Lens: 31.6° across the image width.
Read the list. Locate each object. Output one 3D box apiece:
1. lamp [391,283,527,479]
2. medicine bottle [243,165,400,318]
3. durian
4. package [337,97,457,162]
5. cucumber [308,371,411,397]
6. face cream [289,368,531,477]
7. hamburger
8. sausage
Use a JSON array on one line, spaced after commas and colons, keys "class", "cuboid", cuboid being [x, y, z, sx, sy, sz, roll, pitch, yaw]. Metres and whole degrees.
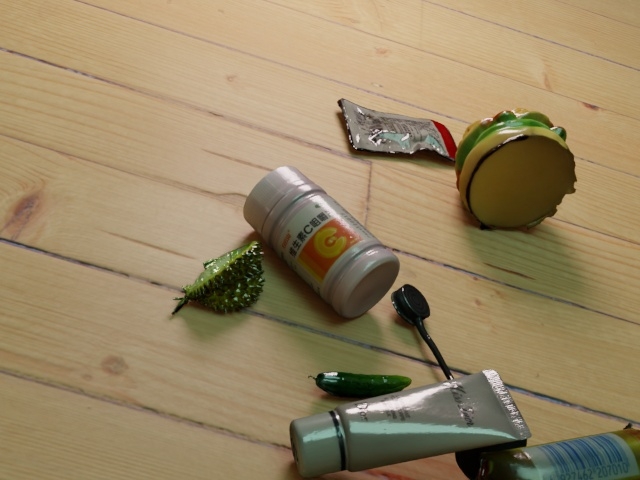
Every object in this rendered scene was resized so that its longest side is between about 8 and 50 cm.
[{"class": "lamp", "cuboid": [0.214, 0.188, 1.710, 0.130, 0.108, 0.371, 29, 30, -29]}, {"class": "medicine bottle", "cuboid": [0.000, 0.000, 1.816, 0.133, 0.133, 0.250, -20, 54, -40]}, {"class": "durian", "cuboid": [-0.143, 0.059, 1.746, 0.100, 0.086, 0.215, 0, 24, 29]}, {"class": "package", "cuboid": [0.156, -0.215, 2.230, 0.239, 0.030, 0.154, 6, 39, -19]}, {"class": "cucumber", "cuboid": [0.056, 0.213, 1.662, 0.168, 0.039, 0.039, 4, 41, -24]}, {"class": "face cream", "cuboid": [0.116, 0.254, 1.539, 0.315, 0.089, 0.143, -9, 35, -11]}, {"class": "hamburger", "cuboid": [0.352, -0.146, 2.089, 0.237, 0.237, 0.149, 7, 36, -18]}, {"class": "sausage", "cuboid": [0.322, 0.343, 1.573, 0.318, 0.125, 0.117, -5, 12, -23]}]
